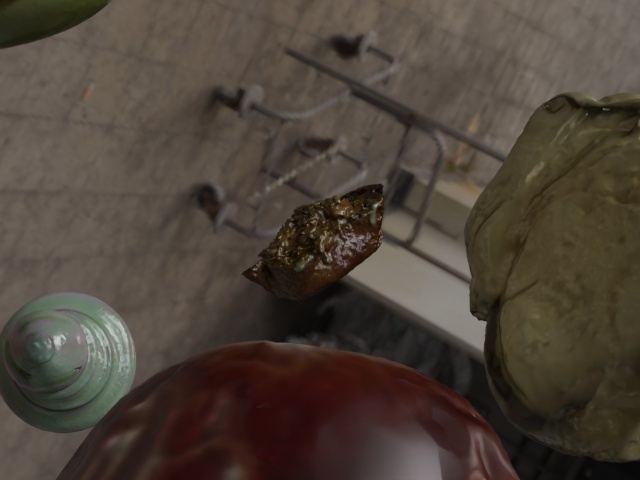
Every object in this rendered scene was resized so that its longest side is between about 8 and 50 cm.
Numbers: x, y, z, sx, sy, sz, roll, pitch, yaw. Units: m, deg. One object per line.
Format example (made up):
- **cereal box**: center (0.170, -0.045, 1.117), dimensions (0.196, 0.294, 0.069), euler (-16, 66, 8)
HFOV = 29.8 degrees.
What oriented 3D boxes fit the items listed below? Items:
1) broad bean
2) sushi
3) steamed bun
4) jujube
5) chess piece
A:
- **broad bean**: center (-0.278, -0.229, 1.059), dimensions (0.121, 0.263, 0.189), euler (55, 54, -23)
- **sushi**: center (-0.002, -0.001, 0.837), dimensions (0.118, 0.061, 0.060), euler (-42, 121, -31)
- **steamed bun**: center (0.313, 0.035, 1.255), dimensions (0.324, 0.372, 0.230), euler (-31, 137, 19)
- **jujube**: center (-0.015, 0.193, 0.356), dimensions (0.223, 0.223, 0.318), euler (81, 11, -59)
- **chess piece**: center (-0.242, 0.105, 1.086), dimensions (0.139, 0.139, 0.272), euler (-57, 180, -10)
